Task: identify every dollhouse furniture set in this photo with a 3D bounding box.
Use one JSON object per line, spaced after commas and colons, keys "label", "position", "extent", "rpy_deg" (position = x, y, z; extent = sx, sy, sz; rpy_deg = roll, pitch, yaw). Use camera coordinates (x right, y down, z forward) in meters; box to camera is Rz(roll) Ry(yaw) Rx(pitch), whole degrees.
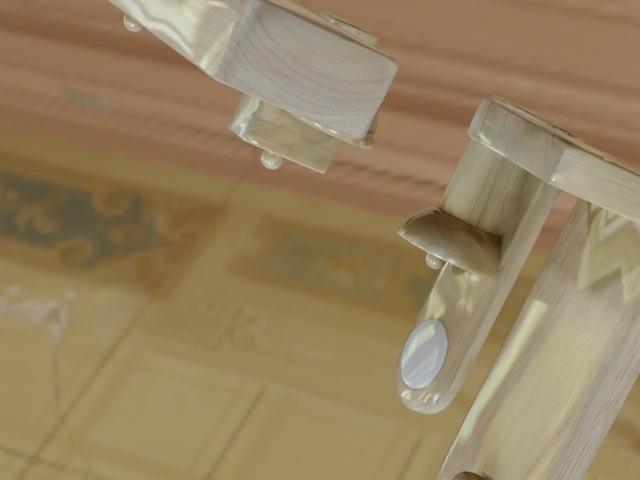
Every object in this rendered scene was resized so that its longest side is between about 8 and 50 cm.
{"label": "dollhouse furniture set", "position": [0.000, 0.000, 0.565], "extent": [0.151, 0.123, 0.144], "rpy_deg": [21, -171, -30]}
